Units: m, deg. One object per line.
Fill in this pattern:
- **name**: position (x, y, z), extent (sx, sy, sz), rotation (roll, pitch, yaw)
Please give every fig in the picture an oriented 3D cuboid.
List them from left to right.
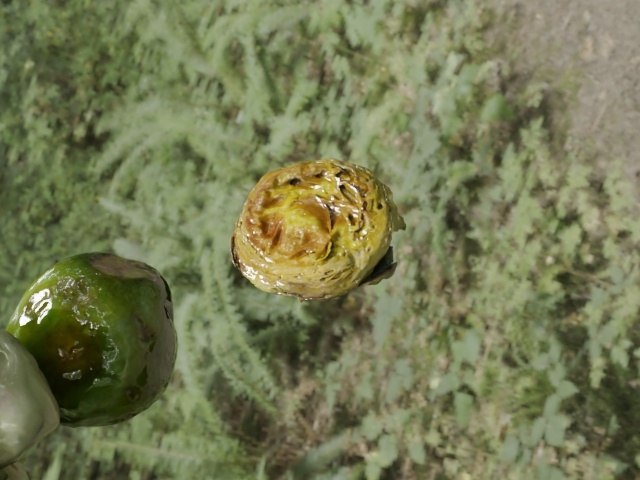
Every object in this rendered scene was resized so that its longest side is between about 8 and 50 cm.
- **fig**: position (-0.249, 0.114, 1.291), extent (0.275, 0.206, 0.206), rotation (-8, -62, -82)

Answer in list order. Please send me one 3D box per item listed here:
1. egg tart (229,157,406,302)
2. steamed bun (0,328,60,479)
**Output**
- **egg tart**: position (0.000, 0.000, 1.704), extent (0.132, 0.297, 0.297), rotation (73, -175, -46)
- **steamed bun**: position (-0.442, 0.213, 1.095), extent (0.339, 0.352, 0.247), rotation (-57, 7, -6)
